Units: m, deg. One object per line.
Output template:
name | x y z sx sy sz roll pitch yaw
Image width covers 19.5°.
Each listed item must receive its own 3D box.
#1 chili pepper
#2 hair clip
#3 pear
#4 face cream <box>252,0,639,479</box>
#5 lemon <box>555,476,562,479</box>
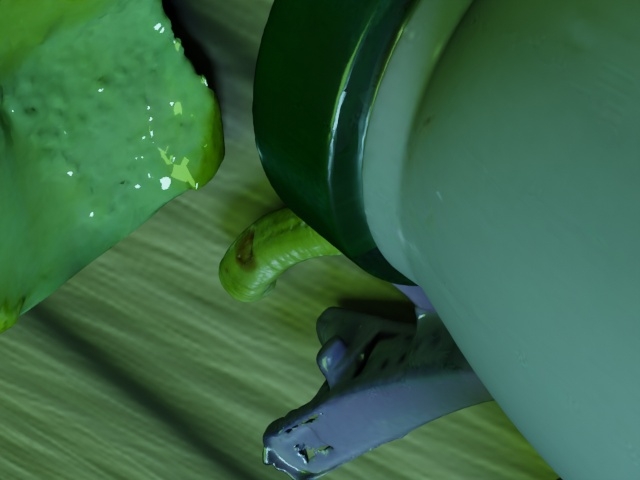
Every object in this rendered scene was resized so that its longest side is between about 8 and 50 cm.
chili pepper | -0.001 0.000 1.037 0.208 0.043 0.049 -17 100 51
hair clip | 0.062 0.058 0.994 0.137 0.090 0.278 43 144 -16
pear | -0.215 -0.066 0.982 0.176 0.282 0.286 15 137 48
face cream | 0.163 -0.001 0.650 0.357 0.219 0.312 38 160 34
lemon | 0.192 0.237 0.869 0.297 0.297 0.297 27 142 24
